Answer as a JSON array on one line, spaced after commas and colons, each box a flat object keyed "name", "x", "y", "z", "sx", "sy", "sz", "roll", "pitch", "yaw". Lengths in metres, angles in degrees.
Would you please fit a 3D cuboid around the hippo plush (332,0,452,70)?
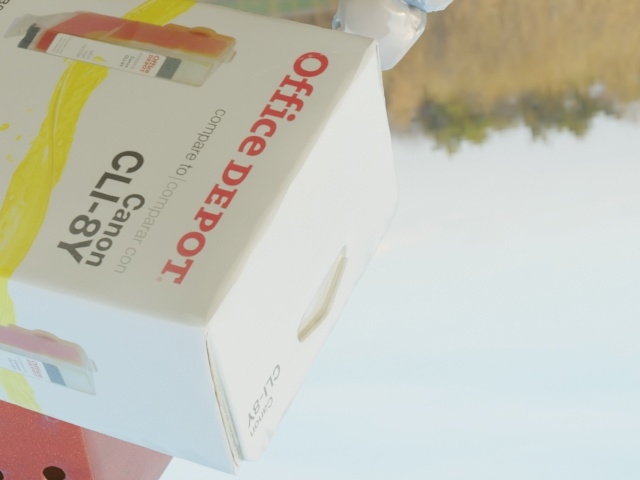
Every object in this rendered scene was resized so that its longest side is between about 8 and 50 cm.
[{"name": "hippo plush", "x": 0.042, "y": -0.316, "z": 1.506, "sx": 0.234, "sy": 0.236, "sz": 0.294, "roll": -48, "pitch": -174, "yaw": 19}]

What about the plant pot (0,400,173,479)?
[{"name": "plant pot", "x": -0.272, "y": 0.135, "z": 1.552, "sx": 0.267, "sy": 0.267, "sz": 0.236, "roll": -2, "pitch": -144, "yaw": 7}]

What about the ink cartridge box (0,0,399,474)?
[{"name": "ink cartridge box", "x": -0.172, "y": -0.037, "z": 1.201, "sx": 0.384, "sy": 0.160, "sz": 0.279, "roll": 15, "pitch": -128, "yaw": 20}]
